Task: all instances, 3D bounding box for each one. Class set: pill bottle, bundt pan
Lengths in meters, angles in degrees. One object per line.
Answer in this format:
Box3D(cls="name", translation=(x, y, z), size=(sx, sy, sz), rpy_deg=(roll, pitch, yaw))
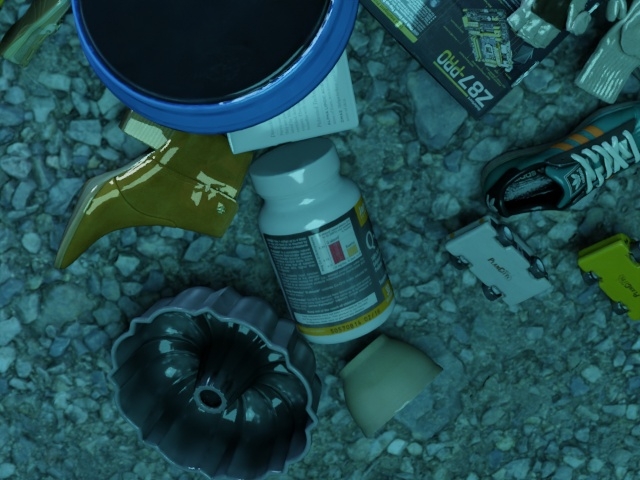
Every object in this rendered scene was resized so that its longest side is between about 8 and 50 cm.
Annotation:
Box3D(cls="pill bottle", translation=(0.000, 0.000, 1.957), size=(0.162, 0.162, 0.279), rpy_deg=(-19, 113, -1))
Box3D(cls="bundt pan", translation=(-0.144, 0.203, 1.992), size=(0.330, 0.124, 0.331), rpy_deg=(10, 124, 15))

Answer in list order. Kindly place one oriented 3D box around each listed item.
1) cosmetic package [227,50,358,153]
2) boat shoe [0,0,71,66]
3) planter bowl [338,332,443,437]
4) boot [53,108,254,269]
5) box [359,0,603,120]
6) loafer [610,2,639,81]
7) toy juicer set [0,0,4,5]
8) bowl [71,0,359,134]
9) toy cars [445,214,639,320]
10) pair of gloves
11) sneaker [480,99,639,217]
Box3D(cls="cosmetic package", translation=(-0.056, -0.230, 1.866), size=(0.183, 0.151, 0.152), rpy_deg=(-13, 113, -2))
Box3D(cls="boat shoe", translation=(-0.385, -0.294, 1.828), size=(0.048, 0.056, 0.153), rpy_deg=(29, 128, -34))
Box3D(cls="planter bowl", translation=(0.096, 0.215, 2.070), size=(0.162, 0.162, 0.109), rpy_deg=(-43, 83, 9))
Box3D(cls="boot", translation=(-0.240, -0.044, 1.937), size=(0.211, 0.104, 0.295), rpy_deg=(28, 100, -17))
Box3D(cls="box", translation=(0.200, -0.413, 1.863), size=(0.395, 0.097, 0.318), rpy_deg=(41, 98, -20))
Box3D(cls="loafer", translation=(0.560, -0.233, 1.974), size=(0.319, 0.111, 0.112), rpy_deg=(38, 102, -19))
Box3D(cls="toy juicer set", translation=(-0.429, -0.409, 1.777), size=(0.328, 0.089, 0.209), rpy_deg=(-5, 111, -7))
Box3D(cls="bowl", translation=(-0.146, -0.338, 1.741), size=(0.391, 0.077, 0.391), rpy_deg=(-2, 81, 10))
Box3D(cls="toy cars", translation=(0.375, 0.028, 2.060), size=(0.393, 0.087, 0.176), rpy_deg=(7, 138, -8))
Box3D(cls="pair of gloves", translation=(0.396, -0.322, 1.861), size=(0.240, 0.042, 0.204), rpy_deg=(33, 104, -27))
Box3D(cls="sneaker", translation=(0.388, -0.108, 1.973), size=(0.302, 0.121, 0.108), rpy_deg=(-24, 114, 11))
